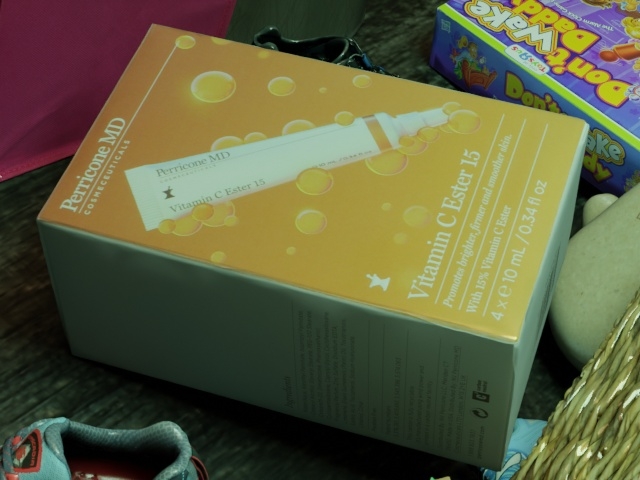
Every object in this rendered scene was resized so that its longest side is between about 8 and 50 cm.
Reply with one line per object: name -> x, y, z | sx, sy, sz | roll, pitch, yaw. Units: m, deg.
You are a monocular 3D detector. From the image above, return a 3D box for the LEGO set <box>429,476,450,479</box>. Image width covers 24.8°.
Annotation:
LEGO set -> 0.141, 0.261, 0.986 | 0.287, 0.132, 0.107 | 46, 40, -6

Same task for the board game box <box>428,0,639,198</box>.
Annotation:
board game box -> 0.313, -0.158, 1.429 | 0.233, 0.078, 0.347 | -33, 58, -29

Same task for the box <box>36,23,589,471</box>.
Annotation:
box -> 0.000, 0.000, 1.082 | 0.345, 0.168, 0.215 | 14, 52, 12

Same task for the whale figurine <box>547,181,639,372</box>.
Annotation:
whale figurine -> 0.314, 0.014, 1.219 | 0.141, 0.272, 0.216 | 38, -8, -40

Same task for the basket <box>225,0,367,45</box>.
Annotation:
basket -> -0.008, -0.315, 1.407 | 0.154, 0.227, 0.204 | 38, 46, 16

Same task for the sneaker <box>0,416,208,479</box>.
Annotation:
sneaker -> -0.204, 0.157, 0.959 | 0.262, 0.125, 0.104 | -2, 49, -22

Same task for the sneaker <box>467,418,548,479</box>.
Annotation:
sneaker -> 0.141, 0.195, 1.113 | 0.073, 0.063, 0.162 | 17, 38, 21

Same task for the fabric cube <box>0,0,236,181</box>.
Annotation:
fabric cube -> -0.246, -0.245, 1.236 | 0.259, 0.254, 0.258 | -24, 62, -37

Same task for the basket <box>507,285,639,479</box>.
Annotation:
basket -> 0.301, 0.147, 0.989 | 0.223, 0.213, 0.299 | 40, 74, -8

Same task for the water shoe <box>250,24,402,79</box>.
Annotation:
water shoe -> 0.027, -0.147, 1.364 | 0.203, 0.080, 0.073 | 8, 46, -13
